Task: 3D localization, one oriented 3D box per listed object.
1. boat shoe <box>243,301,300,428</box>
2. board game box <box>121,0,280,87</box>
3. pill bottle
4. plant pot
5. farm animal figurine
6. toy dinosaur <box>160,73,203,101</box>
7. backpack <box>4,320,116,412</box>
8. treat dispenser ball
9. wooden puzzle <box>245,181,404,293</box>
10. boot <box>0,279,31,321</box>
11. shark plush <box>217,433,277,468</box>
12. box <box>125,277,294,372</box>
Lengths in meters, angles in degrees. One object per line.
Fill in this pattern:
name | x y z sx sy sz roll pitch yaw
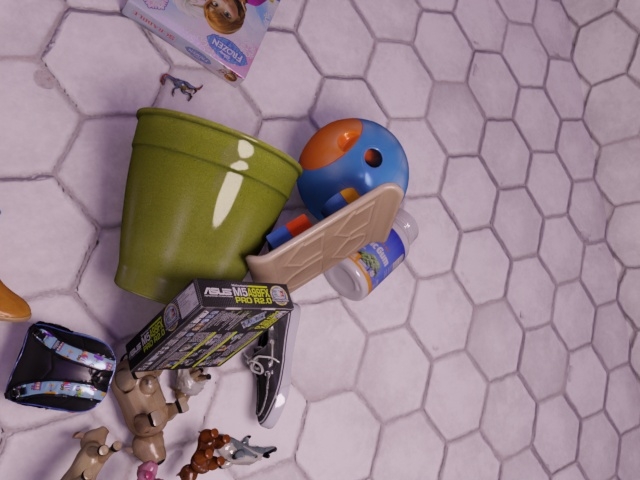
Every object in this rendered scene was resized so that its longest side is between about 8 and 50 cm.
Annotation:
boat shoe | -0.126 0.284 1.322 0.104 0.113 0.307 19 70 -22
board game box | -0.277 -0.604 1.384 0.318 0.065 0.318 28 69 -26
pill bottle | 0.146 0.027 1.507 0.272 0.152 0.152 -40 104 -30
plant pot | -0.263 -0.039 1.172 0.366 0.366 0.353 20 85 -29
farm animal figurine | -0.368 0.381 1.121 0.330 0.172 0.327 12 58 -44
toy dinosaur | -0.342 -0.375 1.338 0.082 0.047 0.090 40 30 -12
backpack | -0.494 0.251 1.074 0.173 0.117 0.159 18 72 -18
treat dispenser ball | 0.082 -0.166 1.414 0.287 0.288 0.289 5 80 -32
wooden puzzle | 0.000 0.000 1.232 0.347 0.322 0.081 -27 72 -11
boot | -0.637 0.006 1.013 0.295 0.104 0.211 29 90 -18
shark plush | -0.168 0.487 1.301 0.161 0.073 0.067 6 49 -27
box | -0.216 0.169 1.072 0.216 0.270 0.060 7 52 -45
